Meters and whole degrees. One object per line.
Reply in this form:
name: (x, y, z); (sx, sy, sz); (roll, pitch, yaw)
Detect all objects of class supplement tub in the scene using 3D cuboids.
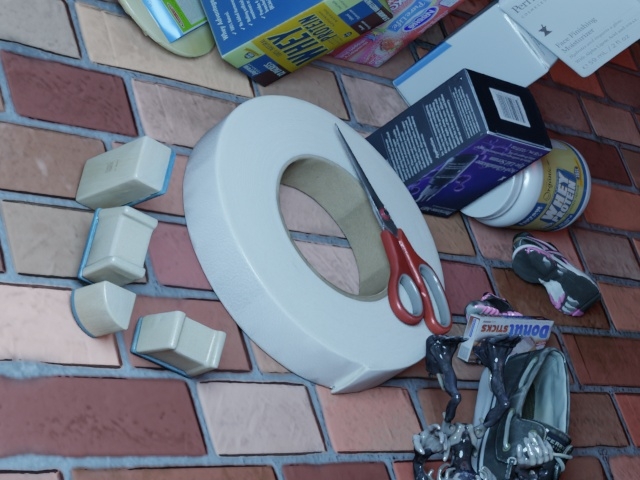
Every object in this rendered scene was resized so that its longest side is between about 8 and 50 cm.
supplement tub: (0.295, -0.088, 2.141); (0.200, 0.144, 0.144); (4, 59, -48)

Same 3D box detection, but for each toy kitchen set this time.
toy kitchen set: (-0.180, 0.024, 1.545); (0.166, 0.122, 0.207); (28, 63, -33)

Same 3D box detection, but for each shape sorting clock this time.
shape sorting clock: (-0.206, -0.324, 1.834); (0.206, 0.040, 0.206); (44, 29, -33)

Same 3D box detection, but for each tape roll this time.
tape roll: (0.000, 0.000, 1.786); (0.392, 0.072, 0.392); (31, 41, -31)

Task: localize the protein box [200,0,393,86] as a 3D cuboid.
protein box: (-0.048, -0.346, 1.871); (0.136, 0.201, 0.199); (26, 40, -65)

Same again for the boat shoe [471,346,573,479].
boat shoe: (0.259, 0.264, 1.829); (0.121, 0.119, 0.335); (35, 40, -27)

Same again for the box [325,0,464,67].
box: (0.116, -0.391, 2.042); (0.154, 0.300, 0.142); (6, 58, -47)

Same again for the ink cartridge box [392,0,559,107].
ink cartridge box: (0.279, -0.300, 2.228); (0.129, 0.223, 0.307); (52, 35, -4)

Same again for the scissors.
scissors: (0.091, -0.015, 1.830); (0.109, 0.021, 0.297); (6, 57, -45)

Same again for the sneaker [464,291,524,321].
sneaker: (0.235, 0.096, 2.013); (0.119, 0.047, 0.057); (16, 39, -49)

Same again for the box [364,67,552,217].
box: (0.187, -0.131, 1.994); (0.153, 0.207, 0.108); (8, 56, -45)

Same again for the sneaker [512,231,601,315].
sneaker: (0.357, 0.041, 2.177); (0.178, 0.072, 0.077); (40, 27, -30)

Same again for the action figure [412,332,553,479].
action figure: (0.177, 0.245, 1.692); (0.164, 0.141, 0.275); (4, 72, -10)

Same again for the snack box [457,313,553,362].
snack box: (0.257, 0.136, 1.986); (0.022, 0.064, 0.178); (23, 12, 41)

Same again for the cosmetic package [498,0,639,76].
cosmetic package: (0.372, -0.368, 2.065); (0.184, 0.151, 0.151); (33, 41, -24)
